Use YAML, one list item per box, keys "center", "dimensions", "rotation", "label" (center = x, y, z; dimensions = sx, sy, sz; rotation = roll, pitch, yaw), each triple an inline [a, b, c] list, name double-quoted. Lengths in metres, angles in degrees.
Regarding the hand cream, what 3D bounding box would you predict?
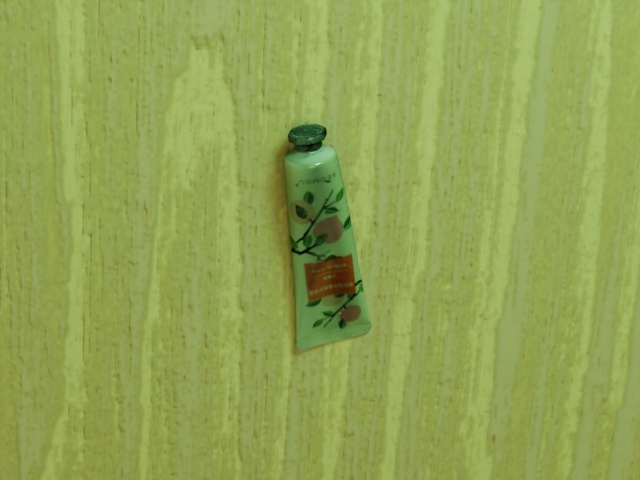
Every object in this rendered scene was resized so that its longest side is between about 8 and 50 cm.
- center: [0.000, 0.000, 1.402]
  dimensions: [0.080, 0.050, 0.234]
  rotation: [-13, 117, -9]
  label: "hand cream"
